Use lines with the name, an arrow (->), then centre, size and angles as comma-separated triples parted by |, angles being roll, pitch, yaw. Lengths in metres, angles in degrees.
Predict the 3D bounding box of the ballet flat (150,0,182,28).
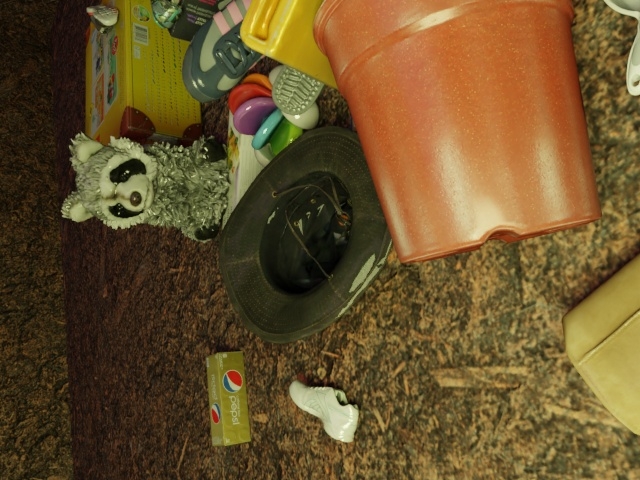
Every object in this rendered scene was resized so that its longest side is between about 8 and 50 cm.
ballet flat -> -0.322, -0.513, 1.125 | 0.070, 0.070, 0.188 | -46, 57, 40

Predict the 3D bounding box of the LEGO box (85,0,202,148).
LEGO box -> -0.498, -0.429, 1.498 | 0.372, 0.193, 0.501 | -25, 67, 49

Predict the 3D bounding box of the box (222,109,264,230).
box -> -0.155, -0.116, 1.120 | 0.063, 0.067, 0.324 | 1, 88, 54

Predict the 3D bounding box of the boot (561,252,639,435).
boot -> 0.306, 0.002, 0.483 | 0.270, 0.089, 0.236 | -60, 38, 35

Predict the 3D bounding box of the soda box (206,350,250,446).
soda box -> -0.190, 0.323, 1.121 | 0.058, 0.061, 0.181 | -26, 65, 48

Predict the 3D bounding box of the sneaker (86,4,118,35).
sneaker -> -0.540, -0.549, 1.378 | 0.158, 0.061, 0.065 | 43, 146, 47

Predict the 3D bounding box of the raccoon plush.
raccoon plush -> -0.383, -0.108, 1.165 | 0.446, 0.299, 0.216 | 178, 95, -65

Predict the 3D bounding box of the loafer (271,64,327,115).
loafer -> 0.009, -0.315, 0.878 | 0.251, 0.094, 0.087 | -50, 8, 9

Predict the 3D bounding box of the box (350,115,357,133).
box -> 0.108, -0.225, 0.811 | 0.225, 0.036, 0.137 | -3, 84, 54

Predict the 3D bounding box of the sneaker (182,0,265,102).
sneaker -> -0.122, -0.377, 0.973 | 0.131, 0.112, 0.319 | 8, 60, 45

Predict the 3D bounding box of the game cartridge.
game cartridge -> 0.042, -0.333, 0.661 | 0.052, 0.323, 0.285 | 30, 105, 10

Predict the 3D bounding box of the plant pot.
plant pot -> 0.150, -0.123, 0.571 | 0.272, 0.272, 0.265 | -19, 81, 51

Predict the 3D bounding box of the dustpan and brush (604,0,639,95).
dustpan and brush -> 0.318, -0.235, 0.510 | 0.147, 0.060, 0.211 | 8, 93, 53

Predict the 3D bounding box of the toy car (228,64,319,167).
toy car -> -0.098, -0.229, 0.998 | 0.159, 0.136, 0.182 | -47, 51, 39

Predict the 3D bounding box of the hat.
hat -> 0.000, 0.000, 0.847 | 0.331, 0.134, 0.332 | -12, 70, 34

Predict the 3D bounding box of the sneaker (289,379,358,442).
sneaker -> 0.009, 0.258, 0.882 | 0.152, 0.053, 0.061 | 25, 97, 45

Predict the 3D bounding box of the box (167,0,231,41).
box -> -0.222, -0.570, 1.172 | 0.270, 0.165, 0.143 | -55, 48, 34
